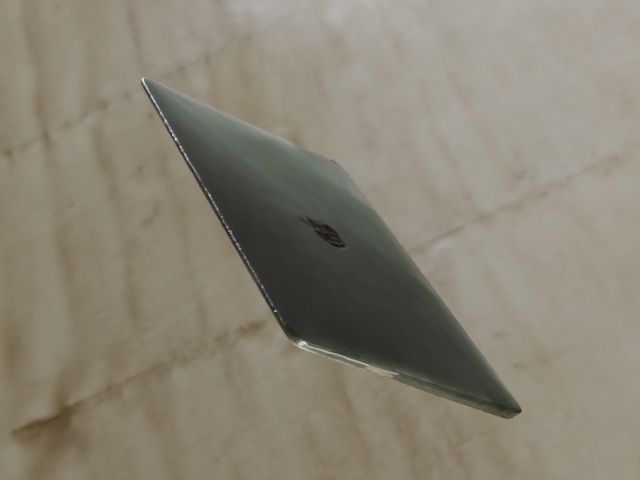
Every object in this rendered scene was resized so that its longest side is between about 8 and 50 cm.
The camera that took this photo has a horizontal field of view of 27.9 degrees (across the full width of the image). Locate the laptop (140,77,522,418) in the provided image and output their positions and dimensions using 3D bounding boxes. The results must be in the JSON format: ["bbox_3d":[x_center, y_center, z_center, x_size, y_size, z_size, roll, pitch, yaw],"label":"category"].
[{"bbox_3d":[0.000,0.000,0.791,0.187,0.015,0.269,23,-157,-40],"label":"laptop"}]
